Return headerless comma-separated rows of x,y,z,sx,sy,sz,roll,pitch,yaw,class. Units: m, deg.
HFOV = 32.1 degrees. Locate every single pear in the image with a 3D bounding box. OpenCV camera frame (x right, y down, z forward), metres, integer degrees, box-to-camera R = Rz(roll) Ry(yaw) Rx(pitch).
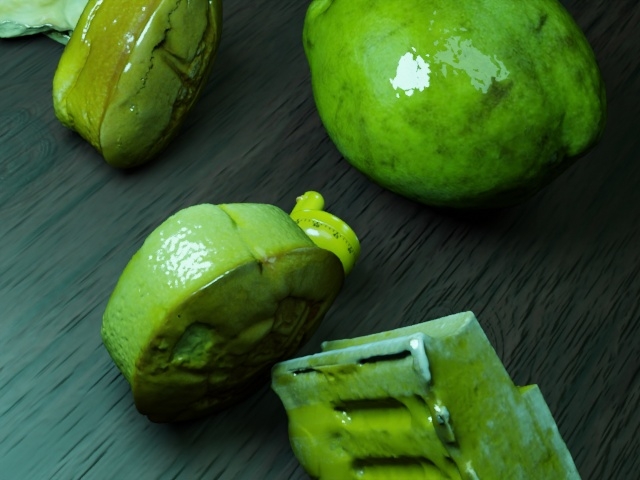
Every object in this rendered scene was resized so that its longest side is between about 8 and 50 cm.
0.169,-0.208,1.479,0.413,0.352,0.352,40,52,19,pear

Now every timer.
0.000,0.000,1.405,0.107,0.107,0.109,28,56,1,timer

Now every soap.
0.098,0.207,1.136,0.143,0.281,0.259,-34,98,-31,soap

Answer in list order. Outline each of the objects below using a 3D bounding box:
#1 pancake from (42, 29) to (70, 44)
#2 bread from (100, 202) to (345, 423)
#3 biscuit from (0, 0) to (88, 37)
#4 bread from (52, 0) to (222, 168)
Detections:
-0.337,-0.337,1.577,0.158,0.028,0.158,7,60,-12,pancake
-0.105,0.079,1.215,0.270,0.270,0.148,-22,57,-31,bread
-0.357,-0.326,1.523,0.299,0.045,0.154,11,62,-13,biscuit
-0.223,-0.225,1.405,0.142,0.270,0.195,30,6,15,bread
